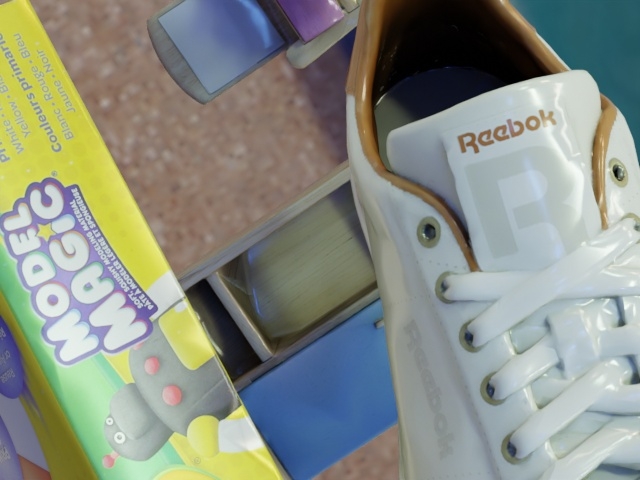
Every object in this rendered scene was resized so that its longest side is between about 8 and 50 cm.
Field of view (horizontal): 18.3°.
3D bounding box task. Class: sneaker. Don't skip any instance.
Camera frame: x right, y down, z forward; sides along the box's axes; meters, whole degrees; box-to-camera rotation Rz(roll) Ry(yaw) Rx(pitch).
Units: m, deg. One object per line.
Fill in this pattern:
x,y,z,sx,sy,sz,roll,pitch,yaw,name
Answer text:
0.062,0.030,0.594,0.123,0.106,0.290,76,-7,-53,sneaker

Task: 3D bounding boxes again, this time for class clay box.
-0.070,0.055,0.582,0.053,0.127,0.222,-25,83,-26,clay box

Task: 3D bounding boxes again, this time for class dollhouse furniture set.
0.000,0.000,0.871,0.286,0.198,0.303,56,4,-5,dollhouse furniture set
